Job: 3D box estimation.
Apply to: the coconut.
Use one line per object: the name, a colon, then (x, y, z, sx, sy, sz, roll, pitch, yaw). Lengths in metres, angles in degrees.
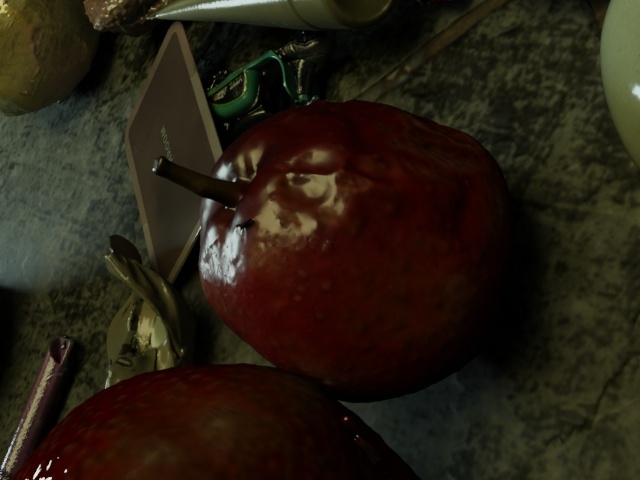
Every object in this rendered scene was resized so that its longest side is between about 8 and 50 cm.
coconut: (-0.357, -0.252, 1.348, 0.194, 0.194, 0.194, -23, 53, 35)

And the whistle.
whistle: (-0.290, 0.180, 1.140, 0.033, 0.033, 0.177, 9, 74, 47)

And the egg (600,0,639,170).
egg: (0.247, -0.105, 0.673, 0.151, 0.151, 0.209, -31, 47, 29)

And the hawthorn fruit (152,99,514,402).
hawthorn fruit: (0.000, 0.000, 0.784, 0.210, 0.266, 0.230, -59, 35, 26)

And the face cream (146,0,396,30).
face cream: (-0.050, -0.245, 1.069, 0.137, 0.084, 0.341, -37, 26, -19)

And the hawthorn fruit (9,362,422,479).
hawthorn fruit: (-0.093, 0.224, 0.749, 0.369, 0.284, 0.285, -4, 65, 51)

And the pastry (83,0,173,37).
pastry: (-0.155, -0.333, 1.246, 0.265, 0.112, 0.103, -52, 33, 20)

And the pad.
pad: (-0.154, -0.089, 1.134, 0.176, 0.002, 0.266, -58, 36, 34)

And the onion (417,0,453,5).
onion: (0.093, -0.340, 0.989, 0.227, 0.120, 0.284, -23, 53, 41)

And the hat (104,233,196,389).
hat: (-0.160, 0.059, 1.051, 0.175, 0.084, 0.147, -106, 20, -65)

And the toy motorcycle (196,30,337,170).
toy motorcycle: (-0.049, -0.135, 1.062, 0.173, 0.058, 0.100, -29, 56, 32)
